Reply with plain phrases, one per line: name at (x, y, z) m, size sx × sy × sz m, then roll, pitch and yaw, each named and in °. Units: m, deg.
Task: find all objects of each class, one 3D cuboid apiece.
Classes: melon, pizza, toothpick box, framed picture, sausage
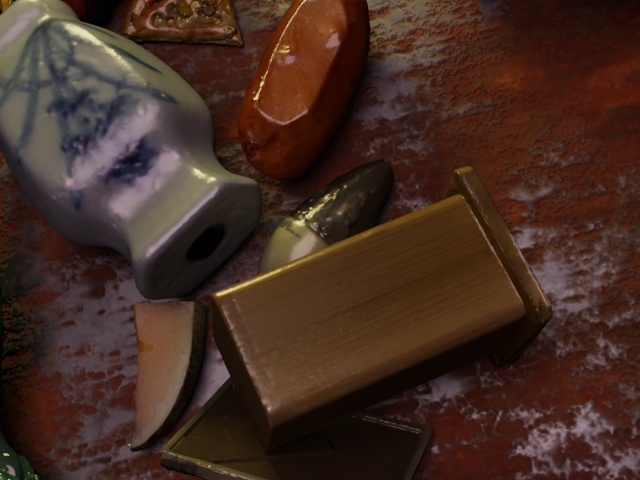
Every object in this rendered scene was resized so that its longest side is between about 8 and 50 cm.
melon at (-0.188, 0.162, 1.211) m, size 0.098 × 0.054 × 0.182 m, roll -6°, pitch 73°, yaw 17°
pizza at (-0.180, -0.309, 1.351) m, size 0.184 × 0.036 × 0.176 m, roll -40°, pitch 70°, yaw 0°
toothpick box at (0.054, 0.083, 1.060) m, size 0.308 × 0.190 × 0.188 m, roll -22°, pitch 72°, yaw -13°
framed picture at (-0.020, 0.222, 1.095) m, size 0.259 × 0.189 × 0.023 m, roll 11°, pitch 112°, yaw 15°
sausage at (-0.017, -0.197, 1.234) m, size 0.133 × 0.133 × 0.258 m, roll 18°, pitch 76°, yaw 17°

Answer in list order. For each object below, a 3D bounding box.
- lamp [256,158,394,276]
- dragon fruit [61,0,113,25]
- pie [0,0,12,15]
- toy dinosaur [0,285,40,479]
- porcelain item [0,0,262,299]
lamp at (0.000, 0.000, 1.189) m, size 0.101 × 0.101 × 0.250 m, roll 39°, pitch 78°, yaw 20°
dragon fruit at (-0.375, -0.487, 1.346) m, size 0.329 × 0.228 × 0.286 m, roll 36°, pitch 86°, yaw 17°
pie at (-0.521, -0.295, 1.397) m, size 0.205 × 0.084 × 0.179 m, roll -14°, pitch 72°, yaw 12°
toy dinosaur at (-0.401, 0.066, 1.168) m, size 0.374 × 0.144 × 0.500 m, roll 38°, pitch 115°, yaw 27°
porcelain item at (-0.267, -0.127, 1.242) m, size 0.242 × 0.178 × 0.405 m, roll -44°, pitch 70°, yaw -3°
